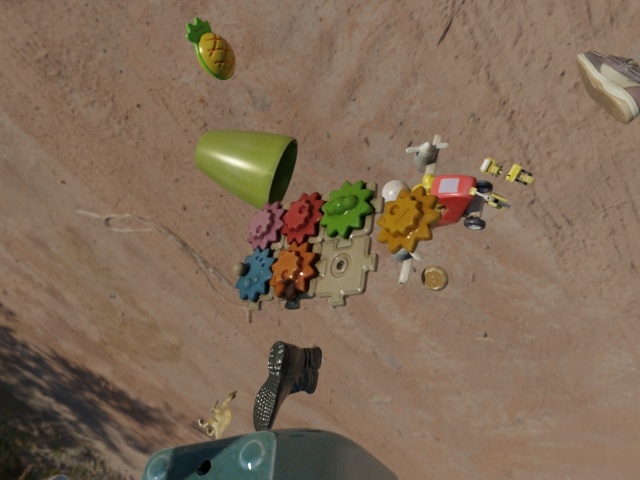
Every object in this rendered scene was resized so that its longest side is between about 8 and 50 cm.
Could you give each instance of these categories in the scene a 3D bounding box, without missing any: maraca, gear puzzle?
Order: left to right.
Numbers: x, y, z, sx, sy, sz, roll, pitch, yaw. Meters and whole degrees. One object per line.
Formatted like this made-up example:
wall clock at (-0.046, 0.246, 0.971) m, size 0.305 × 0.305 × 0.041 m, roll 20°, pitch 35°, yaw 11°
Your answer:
maraca at (-0.323, -0.565, 1.302) m, size 0.099 × 0.127 × 0.185 m, roll -10°, pitch 128°, yaw 38°
gear puzzle at (0.000, 0.000, 0.585) m, size 0.339 × 0.175 × 0.044 m, roll -10°, pitch 151°, yaw 40°

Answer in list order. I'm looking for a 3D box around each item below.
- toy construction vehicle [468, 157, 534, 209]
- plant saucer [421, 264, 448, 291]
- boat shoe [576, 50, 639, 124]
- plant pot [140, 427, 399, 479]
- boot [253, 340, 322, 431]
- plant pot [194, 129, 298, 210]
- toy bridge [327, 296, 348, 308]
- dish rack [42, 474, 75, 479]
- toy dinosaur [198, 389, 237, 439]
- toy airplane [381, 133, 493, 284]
toy construction vehicle at (0.327, -0.100, 0.792) m, size 0.098 × 0.035 × 0.085 m, roll 23°, pitch 107°, yaw -12°
plant saucer at (0.345, 0.117, 1.334) m, size 0.083 × 0.015 × 0.083 m, roll 7°, pitch 106°, yaw 26°
boat shoe at (0.646, -0.351, 0.960) m, size 0.092 × 0.285 × 0.103 m, roll -26°, pitch 120°, yaw 26°
plant pot at (-0.061, 0.324, 0.439) m, size 0.247 × 0.247 × 0.252 m, roll -16°, pitch 128°, yaw 15°
boot at (-0.076, 0.399, 1.181) m, size 0.161 × 0.246 × 0.083 m, roll 25°, pitch 166°, yaw -37°
plant pot at (-0.261, -0.264, 1.491) m, size 0.294 × 0.274 × 0.274 m, roll 20°, pitch 134°, yaw 5°
toy bridge at (0.053, 0.163, 1.251) m, size 0.026 × 0.063 × 0.188 m, roll 56°, pitch 154°, yaw 14°
dish rack at (-0.573, 0.619, 0.892) m, size 0.286 × 0.333 × 0.072 m, roll 25°, pitch 100°, yaw 17°
toy dinosaur at (-0.265, 0.474, 1.132) m, size 0.093 × 0.183 × 0.053 m, roll -18°, pitch 139°, yaw 28°
toy airplane at (0.307, -0.110, 1.367) m, size 0.273 × 0.386 × 0.384 m, roll 19°, pitch 122°, yaw -13°
